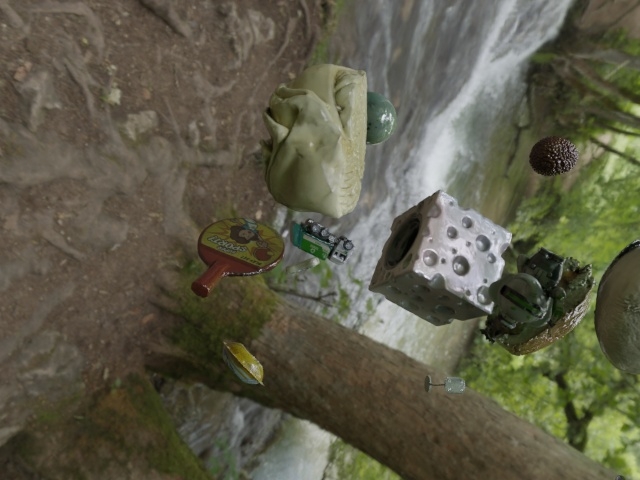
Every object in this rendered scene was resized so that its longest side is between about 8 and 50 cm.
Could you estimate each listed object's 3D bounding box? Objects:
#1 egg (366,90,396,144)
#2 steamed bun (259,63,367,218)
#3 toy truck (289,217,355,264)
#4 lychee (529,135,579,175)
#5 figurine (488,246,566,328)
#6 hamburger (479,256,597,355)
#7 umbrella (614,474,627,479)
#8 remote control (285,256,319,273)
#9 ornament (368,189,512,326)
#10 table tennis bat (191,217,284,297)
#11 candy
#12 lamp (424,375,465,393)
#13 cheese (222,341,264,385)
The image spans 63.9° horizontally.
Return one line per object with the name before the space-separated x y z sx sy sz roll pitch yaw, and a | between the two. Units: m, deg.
egg | 0.159 -0.401 1.686 0.169 0.236 0.169 -7 117 -14
steamed bun | -0.022 -0.198 1.001 0.276 0.203 0.289 -32 125 -72
toy truck | 0.000 0.000 1.926 0.253 0.114 0.124 28 94 -17
lychee | 0.677 -0.245 1.489 0.123 0.129 0.123 0 91 -38
figurine | 0.445 0.108 1.095 0.192 0.147 0.126 -63 162 15
hamburger | 0.569 0.186 1.313 0.309 0.132 0.211 -40 143 9
umbrella | 0.883 0.760 1.478 0.340 0.118 0.118 4 110 -65
remote control | -0.065 0.092 1.865 0.074 0.122 0.032 -18 91 -78
ornament | 0.308 0.056 1.347 0.239 0.240 0.240 -36 -152 63
table tennis bat | -0.266 0.042 1.576 0.414 0.268 0.051 -54 162 -55
candy | 0.640 0.134 0.959 0.295 0.185 0.295 -9 110 -28
lamp | 0.360 0.428 1.522 0.198 0.056 0.050 126 -33 -73
cheese | -0.225 0.372 1.541 0.069 0.177 0.270 -44 165 -12
